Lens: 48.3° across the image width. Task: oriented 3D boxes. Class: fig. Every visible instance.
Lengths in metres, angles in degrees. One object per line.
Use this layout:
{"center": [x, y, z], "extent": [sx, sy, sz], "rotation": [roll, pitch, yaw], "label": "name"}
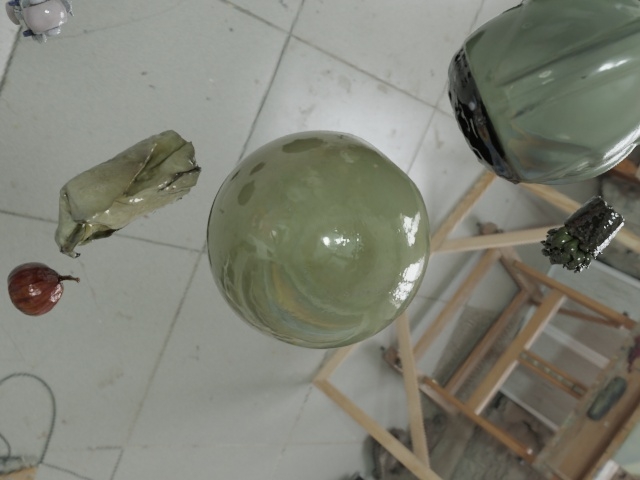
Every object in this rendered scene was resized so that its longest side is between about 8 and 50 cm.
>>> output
{"center": [-0.637, 0.100, 1.609], "extent": [0.150, 0.128, 0.128], "rotation": [-42, 139, 23], "label": "fig"}

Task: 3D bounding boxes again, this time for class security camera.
{"center": [0.220, -0.140, 0.667], "extent": [0.196, 0.191, 0.277], "rotation": [70, 19, -3], "label": "security camera"}

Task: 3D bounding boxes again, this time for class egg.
{"center": [0.000, 0.000, 0.711], "extent": [0.269, 0.219, 0.219], "rotation": [-27, 140, -78], "label": "egg"}

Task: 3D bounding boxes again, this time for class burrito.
{"center": [-0.400, -0.099, 1.425], "extent": [0.135, 0.190, 0.332], "rotation": [55, 46, -2], "label": "burrito"}

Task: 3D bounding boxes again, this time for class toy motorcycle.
{"center": [-0.525, -0.435, 1.346], "extent": [0.113, 0.254, 0.112], "rotation": [-13, 115, -28], "label": "toy motorcycle"}

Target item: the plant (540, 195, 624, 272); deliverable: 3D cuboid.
{"center": [0.453, -0.007, 1.239], "extent": [0.143, 0.092, 0.094], "rotation": [-47, 162, 13], "label": "plant"}
